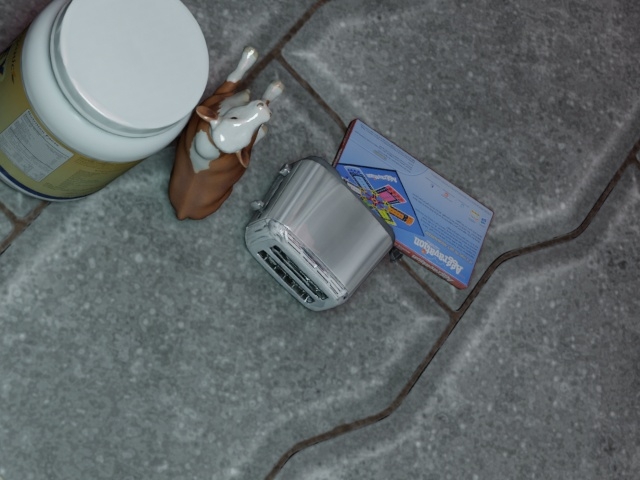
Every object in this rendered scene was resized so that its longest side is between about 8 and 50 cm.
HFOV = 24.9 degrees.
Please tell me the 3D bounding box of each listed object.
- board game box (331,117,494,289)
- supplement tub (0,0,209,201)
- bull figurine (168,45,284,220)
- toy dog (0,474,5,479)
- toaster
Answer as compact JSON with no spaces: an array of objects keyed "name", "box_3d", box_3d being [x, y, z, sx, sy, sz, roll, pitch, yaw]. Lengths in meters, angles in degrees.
[{"name":"board game box","box_3d":[0.137,-0.055,2.243,0.281,0.027,0.145,33,62,-20]},{"name":"supplement tub","box_3d":[-0.295,-0.191,1.849,0.228,0.316,0.228,8,73,-29]},{"name":"bull figurine","box_3d":[-0.129,-0.141,1.951,0.101,0.310,0.188,35,56,-4]},{"name":"toy dog","box_3d":[-0.471,0.410,1.617,0.408,0.284,0.395,-34,96,-34]},{"name":"toaster","box_3d":[0.000,0.000,2.091,0.227,0.129,0.146,46,63,-15]}]
